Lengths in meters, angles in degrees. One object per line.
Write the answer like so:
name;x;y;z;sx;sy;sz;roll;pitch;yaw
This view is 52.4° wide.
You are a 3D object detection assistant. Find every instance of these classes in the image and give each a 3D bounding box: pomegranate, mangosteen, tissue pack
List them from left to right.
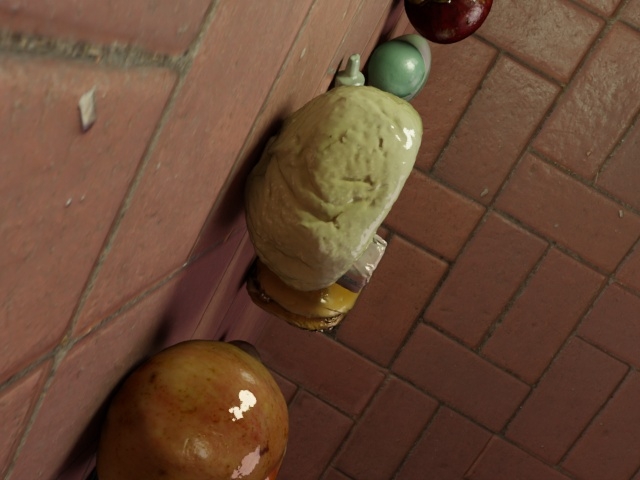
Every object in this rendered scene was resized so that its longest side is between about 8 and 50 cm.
pomegranate;-0.186;0.330;1.050;0.338;0.338;0.338;-60;177;-5
tissue pack;0.000;0.000;1.453;0.124;0.271;0.201;-61;178;-10
mangosteen;0.284;-0.586;1.512;0.257;0.215;0.215;26;95;-52

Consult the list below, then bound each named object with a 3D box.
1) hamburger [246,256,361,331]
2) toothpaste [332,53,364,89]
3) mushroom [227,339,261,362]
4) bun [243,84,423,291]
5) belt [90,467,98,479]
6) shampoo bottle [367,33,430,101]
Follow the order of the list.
hamburger;-0.029;0.094;1.743;0.305;0.284;0.174;-57;173;-45
toothpaste;0.039;-0.234;1.426;0.392;0.061;0.099;103;-5;-48
mushroom;-0.245;0.397;1.941;0.189;0.195;0.254;-63;180;-6
bun;0.009;-0.099;1.078;0.349;0.227;0.352;-58;179;-37
belt;-0.347;0.448;1.208;0.190;0.141;0.082;-59;179;-38
shampoo bottle;0.212;-0.458;1.764;0.222;0.151;0.349;-55;179;16
